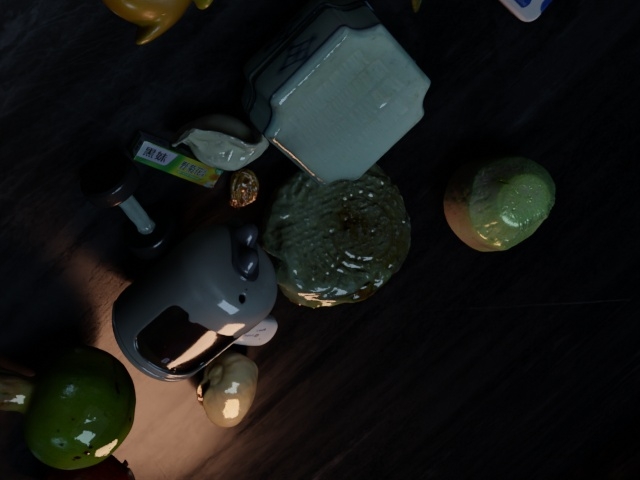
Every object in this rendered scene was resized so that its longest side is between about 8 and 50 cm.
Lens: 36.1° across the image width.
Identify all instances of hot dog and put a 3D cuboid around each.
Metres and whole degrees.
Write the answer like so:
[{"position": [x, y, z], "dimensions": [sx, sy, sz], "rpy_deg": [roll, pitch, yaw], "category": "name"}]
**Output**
[{"position": [-0.147, -0.095, 1.843], "dimensions": [0.058, 0.035, 0.083], "rpy_deg": [-15, 133, -27], "category": "hot dog"}]

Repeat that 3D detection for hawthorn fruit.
[{"position": [-0.483, 0.523, 2.067], "dimensions": [0.202, 0.185, 0.185], "rpy_deg": [-33, 142, -38], "category": "hawthorn fruit"}]

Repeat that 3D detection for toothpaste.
[{"position": [-0.254, -0.140, 1.732], "dimensions": [0.178, 0.037, 0.043], "rpy_deg": [20, 115, -43], "category": "toothpaste"}]

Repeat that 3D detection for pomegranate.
[{"position": [-0.495, 0.298, 1.835], "dimensions": [0.302, 0.236, 0.236], "rpy_deg": [23, 113, -21], "category": "pomegranate"}]

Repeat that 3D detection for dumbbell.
[{"position": [-0.328, -0.057, 1.710], "dimensions": [0.100, 0.100, 0.191], "rpy_deg": [-34, 138, -3], "category": "dumbbell"}]

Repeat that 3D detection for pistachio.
[{"position": [-0.192, 0.323, 2.117], "dimensions": [0.145, 0.117, 0.200], "rpy_deg": [-23, 137, -22], "category": "pistachio"}]

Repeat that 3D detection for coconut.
[{"position": [0.373, -0.081, 2.077], "dimensions": [0.205, 0.236, 0.236], "rpy_deg": [15, 119, -15], "category": "coconut"}]

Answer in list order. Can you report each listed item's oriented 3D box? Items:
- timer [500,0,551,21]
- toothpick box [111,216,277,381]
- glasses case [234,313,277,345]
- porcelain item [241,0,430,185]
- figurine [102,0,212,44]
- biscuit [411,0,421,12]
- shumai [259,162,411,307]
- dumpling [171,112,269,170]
[{"position": [0.351, -0.526, 1.757], "dimensions": [0.253, 0.078, 0.178], "rpy_deg": [31, 105, -39], "category": "timer"}, {"position": [-0.213, 0.092, 1.782], "dimensions": [0.229, 0.229, 0.316], "rpy_deg": [15, 139, -41], "category": "toothpick box"}, {"position": [-0.174, 0.176, 2.050], "dimensions": [0.197, 0.049, 0.076], "rpy_deg": [17, 116, -42], "category": "glasses case"}, {"position": [0.025, -0.265, 1.719], "dimensions": [0.286, 0.157, 0.281], "rpy_deg": [-44, 135, 9], "category": "porcelain item"}, {"position": [-0.273, -0.395, 1.395], "dimensions": [0.215, 0.215, 0.228], "rpy_deg": [-41, 124, 4], "category": "figurine"}, {"position": [0.171, -0.496, 1.634], "dimensions": [0.144, 0.016, 0.203], "rpy_deg": [61, 40, -64], "category": "biscuit"}, {"position": [0.000, 0.000, 1.948], "dimensions": [0.309, 0.304, 0.263], "rpy_deg": [1, 161, -22], "category": "shumai"}, {"position": [-0.156, -0.172, 1.696], "dimensions": [0.169, 0.134, 0.100], "rpy_deg": [30, 74, -31], "category": "dumpling"}]
